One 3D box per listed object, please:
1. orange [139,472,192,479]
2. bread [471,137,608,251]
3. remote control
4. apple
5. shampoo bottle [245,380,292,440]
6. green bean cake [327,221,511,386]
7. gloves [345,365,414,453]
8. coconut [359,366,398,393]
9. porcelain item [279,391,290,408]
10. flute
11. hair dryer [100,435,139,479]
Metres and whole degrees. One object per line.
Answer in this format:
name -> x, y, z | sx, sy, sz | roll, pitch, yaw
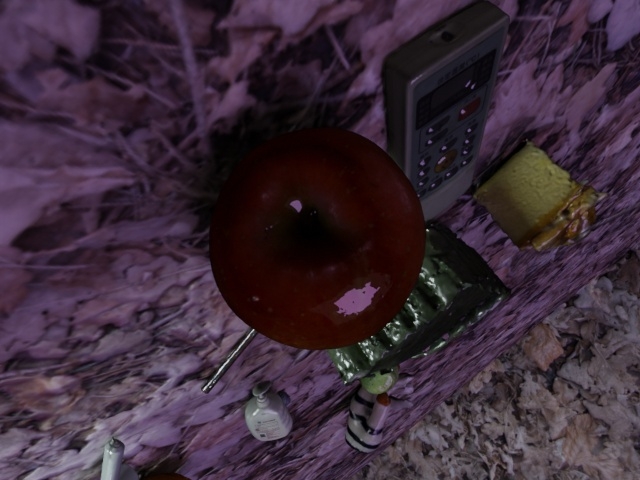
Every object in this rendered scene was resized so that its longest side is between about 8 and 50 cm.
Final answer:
orange -> -0.275, 0.488, 0.808 | 0.220, 0.193, 0.219 | -12, 142, -10
bread -> 0.317, -0.048, 0.726 | 0.127, 0.147, 0.152 | -43, 148, 14
remote control -> 0.131, -0.107, 0.546 | 0.124, 0.038, 0.285 | -33, 151, -10
apple -> 0.000, 0.000, 0.422 | 0.181, 0.181, 0.168 | -41, 174, 6
shampoo bottle -> -0.093, 0.287, 0.847 | 0.077, 0.045, 0.151 | -11, 138, -2
green bean cake -> 0.137, 0.102, 0.759 | 0.255, 0.132, 0.241 | -44, 156, 21
gloves -> 0.134, 0.392, 1.209 | 0.140, 0.132, 0.218 | 10, 96, -51
coconut -> 0.117, 0.266, 1.029 | 0.088, 0.096, 0.087 | -4, 107, -13
porcelain item -> -0.077, 0.307, 0.922 | 0.036, 0.028, 0.083 | -15, 143, -31
flute -> -0.086, 0.117, 0.653 | 0.014, 0.014, 0.269 | 6, 129, -52
hair dryer -> -0.282, 0.317, 0.684 | 0.082, 0.047, 0.137 | -55, 162, -67
